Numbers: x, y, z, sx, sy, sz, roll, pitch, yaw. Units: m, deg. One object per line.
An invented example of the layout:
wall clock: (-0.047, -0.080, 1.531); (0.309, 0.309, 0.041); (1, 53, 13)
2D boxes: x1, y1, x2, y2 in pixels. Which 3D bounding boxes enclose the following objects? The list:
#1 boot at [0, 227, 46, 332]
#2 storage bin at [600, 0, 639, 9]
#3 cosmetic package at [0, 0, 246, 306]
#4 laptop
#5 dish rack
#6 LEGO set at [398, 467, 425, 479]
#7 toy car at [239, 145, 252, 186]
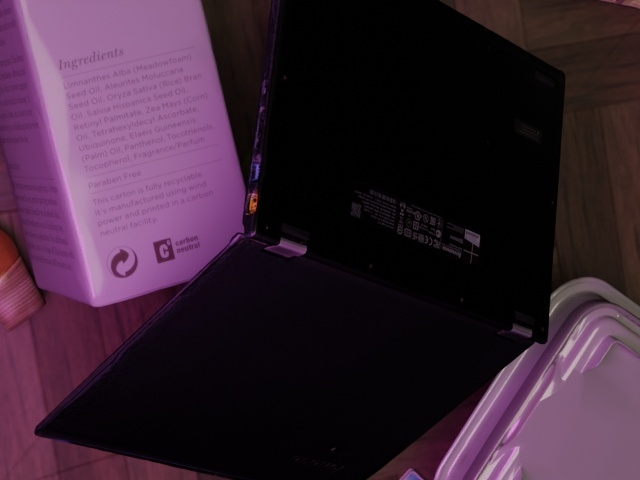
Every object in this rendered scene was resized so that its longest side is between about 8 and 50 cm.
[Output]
boot: (-0.375, 0.050, 1.532); (0.197, 0.073, 0.152); (-38, 102, -17)
storage bin: (0.268, -0.371, 1.575); (0.260, 0.123, 0.262); (10, 94, -10)
cosmetic package: (-0.209, -0.184, 1.445); (0.162, 0.230, 0.453); (-16, 99, -20)
laptop: (0.000, 0.000, 1.422); (0.382, 0.236, 0.407); (21, 70, -45)
dish rack: (0.297, 0.222, 1.617); (0.333, 0.072, 0.285); (33, 90, -29)
LEGO set: (0.073, 0.380, 1.651); (0.244, 0.060, 0.182); (-45, 97, -3)
toy car: (-0.029, -0.007, 1.551); (0.159, 0.136, 0.182); (-8, 97, -9)
